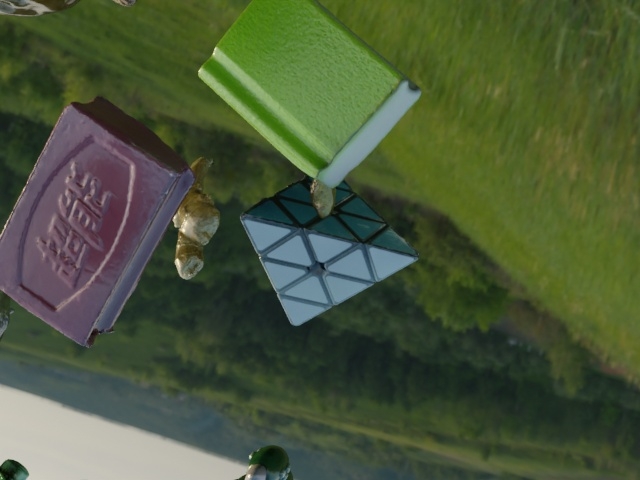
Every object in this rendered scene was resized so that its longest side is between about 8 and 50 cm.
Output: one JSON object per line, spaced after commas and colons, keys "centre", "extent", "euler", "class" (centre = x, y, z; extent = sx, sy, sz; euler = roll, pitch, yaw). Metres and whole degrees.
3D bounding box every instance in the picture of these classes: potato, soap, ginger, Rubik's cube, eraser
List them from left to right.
{"centre": [-0.388, -0.034, 1.654], "extent": [0.233, 0.359, 0.128], "euler": [33, -163, 6], "class": "soap"}
{"centre": [-0.289, -0.069, 2.252], "extent": [0.081, 0.333, 0.148], "euler": [16, 133, -27], "class": "ginger"}
{"centre": [-0.020, -0.236, 1.447], "extent": [0.274, 0.210, 0.092], "euler": [45, -167, 15], "class": "eraser"}
{"centre": [-0.001, -0.001, 1.728], "extent": [0.233, 0.229, 0.228], "euler": [57, 170, -2], "class": "Rubik's cube"}
{"centre": [0.003, -0.080, 1.609], "extent": [0.046, 0.045, 0.092], "euler": [20, 126, 34], "class": "potato"}

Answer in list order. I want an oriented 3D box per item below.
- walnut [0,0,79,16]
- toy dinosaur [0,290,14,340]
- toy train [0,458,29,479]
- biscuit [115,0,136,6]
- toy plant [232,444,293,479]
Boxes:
{"centre": [-0.396, -0.476, 1.215], "extent": [0.308, 0.354, 0.398], "euler": [38, 176, 33], "class": "walnut"}
{"centre": [-0.666, 0.136, 1.895], "extent": [0.077, 0.162, 0.294], "euler": [-2, -167, 18], "class": "toy dinosaur"}
{"centre": [-0.386, 0.312, 0.937], "extent": [0.119, 0.251, 0.085], "euler": [17, 148, 33], "class": "toy train"}
{"centre": [-0.298, -0.521, 1.536], "extent": [0.081, 0.289, 0.334], "euler": [11, -167, -16], "class": "biscuit"}
{"centre": [-0.116, 0.434, 1.541], "extent": [0.112, 0.232, 0.243], "euler": [26, 169, 12], "class": "toy plant"}
